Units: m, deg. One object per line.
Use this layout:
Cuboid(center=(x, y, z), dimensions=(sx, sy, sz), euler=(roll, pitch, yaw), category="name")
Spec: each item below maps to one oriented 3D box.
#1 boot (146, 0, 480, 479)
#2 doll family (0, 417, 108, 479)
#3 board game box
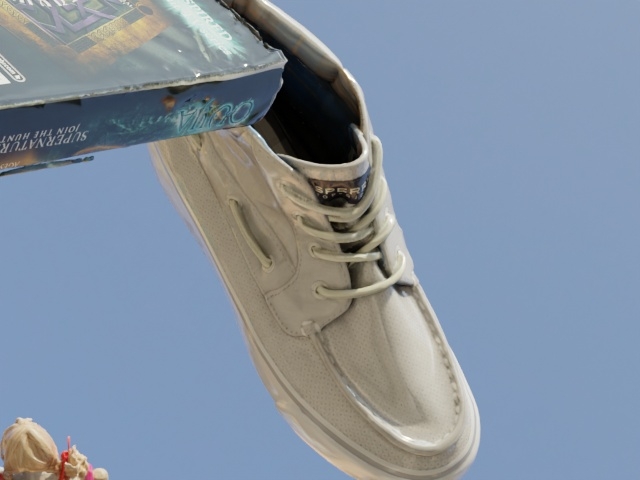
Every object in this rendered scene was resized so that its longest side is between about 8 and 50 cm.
Cuboid(center=(0.000, 0.000, 0.823), dimensions=(0.258, 0.095, 0.123), euler=(53, -25, 13), category="boot")
Cuboid(center=(-0.281, 0.186, 1.157), dimensions=(0.263, 0.118, 0.163), euler=(4, -49, 16), category="doll family")
Cuboid(center=(-0.111, -0.091, 0.488), dimensions=(0.186, 0.126, 0.026), euler=(44, -58, 22), category="board game box")
